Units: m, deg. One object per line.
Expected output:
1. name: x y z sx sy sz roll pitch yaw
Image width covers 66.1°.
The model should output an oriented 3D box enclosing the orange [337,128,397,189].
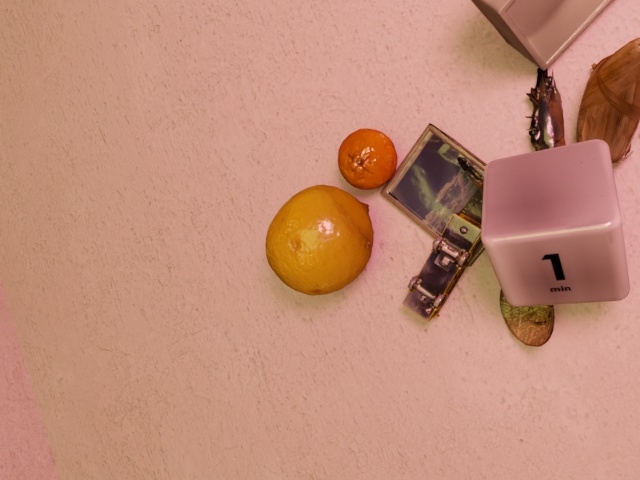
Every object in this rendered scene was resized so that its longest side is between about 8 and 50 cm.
1. orange: 0.099 -0.178 1.072 0.135 0.117 0.136 -3 84 26

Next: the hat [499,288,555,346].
1. hat: 0.417 0.125 0.939 0.146 0.067 0.146 173 90 -72

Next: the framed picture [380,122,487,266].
1. framed picture: 0.271 -0.097 1.033 0.260 0.023 0.189 44 115 20

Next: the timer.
1. timer: 0.391 -0.022 0.825 0.194 0.195 0.192 -9 46 31

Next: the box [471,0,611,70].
1. box: 0.383 -0.447 0.817 0.225 0.225 0.117 -48 55 23

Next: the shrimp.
1. shrimp: 0.363 -0.202 0.938 0.198 0.051 0.262 -1 91 17

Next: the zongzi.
1. zongzi: 0.482 -0.221 0.800 0.099 0.197 0.195 10 101 19

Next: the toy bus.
1. toy bus: 0.251 0.054 1.007 0.081 0.074 0.226 33 115 24

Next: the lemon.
1. lemon: -0.005 0.007 1.080 0.228 0.228 0.253 48 110 19
